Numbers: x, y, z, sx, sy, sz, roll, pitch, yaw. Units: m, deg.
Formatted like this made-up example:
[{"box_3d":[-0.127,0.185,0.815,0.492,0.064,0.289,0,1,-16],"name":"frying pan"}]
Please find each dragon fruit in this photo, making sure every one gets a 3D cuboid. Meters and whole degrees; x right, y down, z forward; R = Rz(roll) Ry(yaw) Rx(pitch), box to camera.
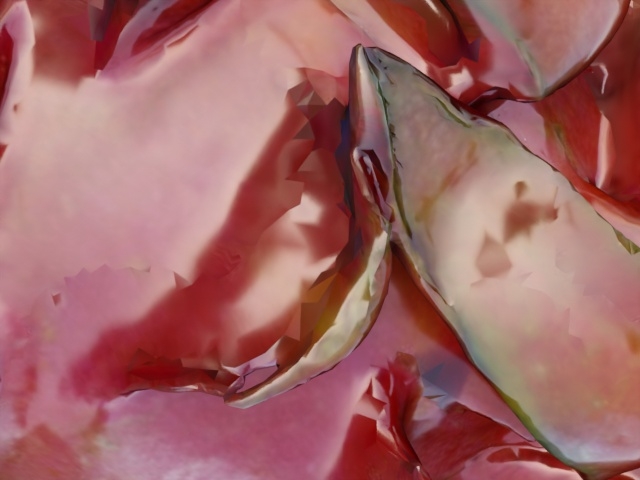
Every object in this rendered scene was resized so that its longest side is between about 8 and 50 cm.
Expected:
[{"box_3d":[-0.011,-0.007,0.457,0.243,0.307,0.227,33,73,-45],"name":"dragon fruit"}]
